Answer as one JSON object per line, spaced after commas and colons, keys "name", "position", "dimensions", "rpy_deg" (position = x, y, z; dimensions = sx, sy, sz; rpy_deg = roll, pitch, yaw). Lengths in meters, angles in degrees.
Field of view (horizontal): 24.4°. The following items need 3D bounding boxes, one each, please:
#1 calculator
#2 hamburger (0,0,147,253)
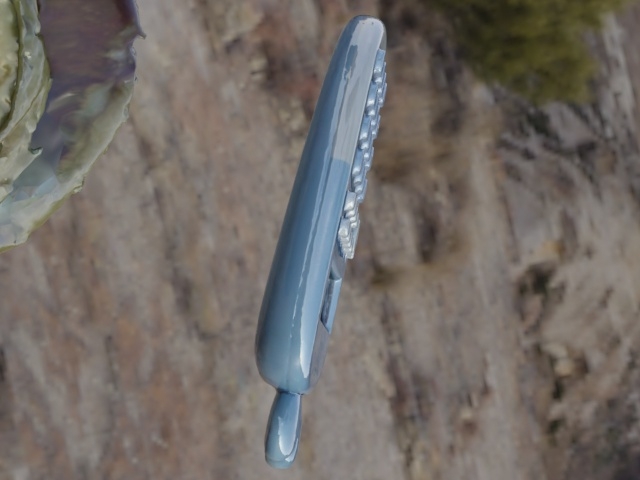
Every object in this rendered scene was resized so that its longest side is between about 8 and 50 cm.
{"name": "calculator", "position": [0.000, 0.000, 0.974], "dimensions": [0.188, 0.042, 0.303], "rpy_deg": [76, 28, -82]}
{"name": "hamburger", "position": [-0.190, -0.127, 0.643], "dimensions": [0.132, 0.211, 0.309], "rpy_deg": [-118, -167, -81]}
